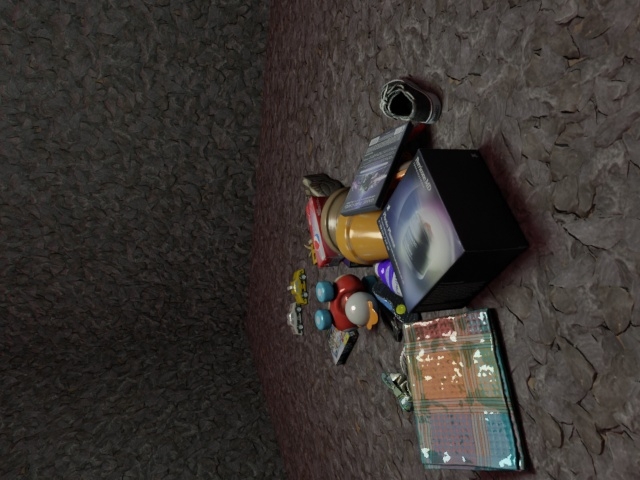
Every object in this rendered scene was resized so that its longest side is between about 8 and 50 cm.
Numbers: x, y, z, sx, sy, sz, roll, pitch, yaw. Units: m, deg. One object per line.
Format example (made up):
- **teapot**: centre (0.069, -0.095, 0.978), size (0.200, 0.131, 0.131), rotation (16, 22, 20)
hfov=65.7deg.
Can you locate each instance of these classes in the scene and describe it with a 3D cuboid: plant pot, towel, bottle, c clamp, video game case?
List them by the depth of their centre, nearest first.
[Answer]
- **towel**: centre (0.335, 0.370, 1.219), size (0.271, 0.040, 0.371), rotation (-20, 71, 40)
- **video game case**: centre (0.161, -0.203, 1.445), size (0.196, 0.026, 0.275), rotation (-8, 56, 63)
- **bottle**: centre (0.254, 0.108, 1.494), size (0.283, 0.092, 0.118), rotation (-157, 65, -68)
- **plant pot**: centre (0.181, -0.022, 1.502), size (0.187, 0.205, 0.205), rotation (8, 100, 58)
- **plant pot**: centre (0.127, -0.062, 1.641), size (0.109, 0.237, 0.238), rotation (6, 98, 58)
- **c clamp**: centre (0.232, 0.265, 1.653), size (0.161, 0.022, 0.137), rotation (-126, 17, -60)

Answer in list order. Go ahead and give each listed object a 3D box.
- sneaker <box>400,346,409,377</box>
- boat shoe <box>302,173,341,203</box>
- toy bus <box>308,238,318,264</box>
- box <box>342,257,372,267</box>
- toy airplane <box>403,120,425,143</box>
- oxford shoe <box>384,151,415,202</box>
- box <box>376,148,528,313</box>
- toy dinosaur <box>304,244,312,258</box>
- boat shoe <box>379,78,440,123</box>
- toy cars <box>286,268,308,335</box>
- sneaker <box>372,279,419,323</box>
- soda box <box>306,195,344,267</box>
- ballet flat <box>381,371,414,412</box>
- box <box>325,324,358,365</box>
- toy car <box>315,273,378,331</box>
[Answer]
- **sneaker**: centre (0.285, 0.342, 1.483), size (0.075, 0.063, 0.171), rotation (-129, 45, -68)
- **boat shoe**: centre (0.011, -0.194, 2.124), size (0.355, 0.132, 0.131), rotation (-119, 22, -68)
- **toy bus**: centre (0.003, 0.010, 2.170), size (0.202, 0.104, 0.191), rotation (-125, 37, -55)
- **box**: centre (0.109, -0.029, 1.877), size (0.261, 0.103, 0.185), rotation (-136, 49, -63)
- **toy airplane**: centre (0.246, -0.312, 1.480), size (0.151, 0.028, 0.151), rotation (-40, 20, 18)
- **oxford shoe**: centre (0.239, -0.210, 1.454), size (0.363, 0.129, 0.133), rotation (163, 115, -65)
- **box**: centre (0.300, -0.022, 1.223), size (0.294, 0.182, 0.297), rotation (116, 146, -51)
- **toy dinosaur**: centre (-0.024, 0.041, 2.359), size (0.183, 0.053, 0.093), rotation (-27, 52, 61)
- **boat shoe**: centre (0.232, -0.410, 1.467), size (0.306, 0.104, 0.113), rotation (-122, 34, -53)
- **toy cars**: centre (-0.138, 0.335, 2.639), size (0.176, 0.087, 0.394), rotation (-122, 35, -54)
- **sneaker**: centre (0.252, 0.207, 1.584), size (0.209, 0.069, 0.082), rotation (44, 180, 45)
- **soda box**: centre (0.016, -0.036, 1.863), size (0.092, 0.083, 0.264), rotation (120, 142, -56)
- **ballet flat**: centre (0.260, 0.470, 1.597), size (0.188, 0.070, 0.070), rotation (-131, 43, -58)
- **box**: centre (0.087, 0.394, 2.077), size (0.233, 0.044, 0.159), rotation (108, 152, -45)
- **toy car**: centre (0.126, 0.244, 1.697), size (0.238, 0.219, 0.211), rotation (-145, 55, -62)
